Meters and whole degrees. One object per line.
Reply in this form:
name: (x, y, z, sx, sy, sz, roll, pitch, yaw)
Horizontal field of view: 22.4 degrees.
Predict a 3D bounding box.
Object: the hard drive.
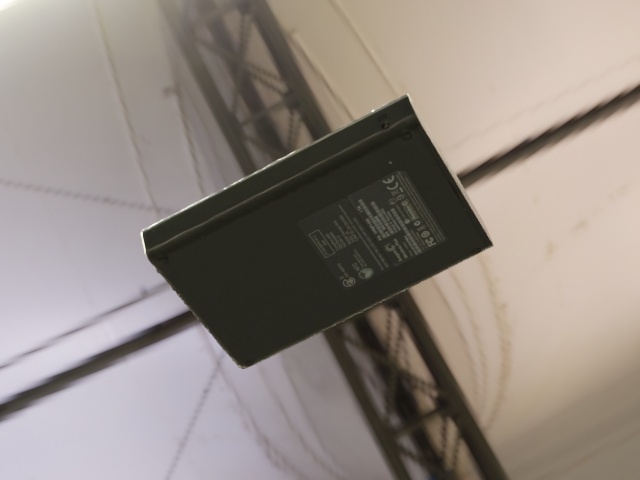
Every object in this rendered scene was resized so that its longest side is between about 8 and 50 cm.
hard drive: (0.000, 0.000, 0.733, 0.135, 0.022, 0.094, -27, -47, 9)
